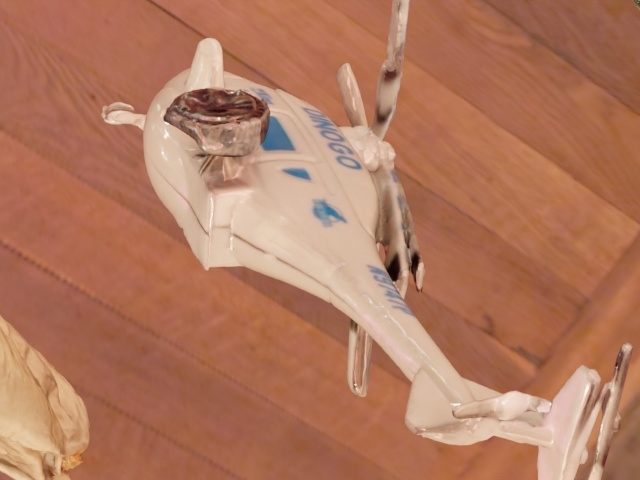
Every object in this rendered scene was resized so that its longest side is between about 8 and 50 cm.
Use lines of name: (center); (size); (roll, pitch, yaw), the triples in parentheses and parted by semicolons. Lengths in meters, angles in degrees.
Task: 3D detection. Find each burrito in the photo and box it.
burrito: (-0.221, 0.069, 1.001); (0.076, 0.117, 0.392); (-40, 151, -5)

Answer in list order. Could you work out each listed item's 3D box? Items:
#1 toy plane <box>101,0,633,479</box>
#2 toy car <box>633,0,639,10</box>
toy plane: (-0.001, 0.010, 0.611); (0.107, 0.273, 0.182); (-4, 138, -21)
toy car: (0.204, -0.035, 0.610); (0.136, 0.125, 0.306); (-22, 119, -15)
